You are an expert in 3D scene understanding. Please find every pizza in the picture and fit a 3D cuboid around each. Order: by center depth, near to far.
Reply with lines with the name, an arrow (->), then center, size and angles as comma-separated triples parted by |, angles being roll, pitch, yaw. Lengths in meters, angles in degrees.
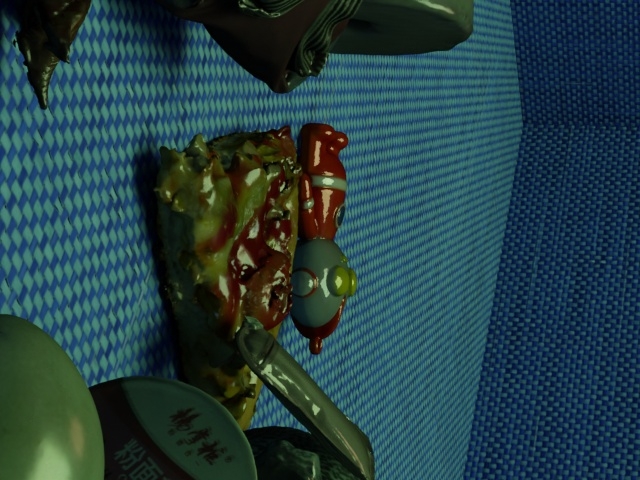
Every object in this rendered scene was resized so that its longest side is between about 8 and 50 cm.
pizza -> -0.103, 0.014, 1.788 | 0.406, 0.130, 0.440 | 61, 35, -67

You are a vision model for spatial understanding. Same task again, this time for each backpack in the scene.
backpack -> -0.024, -0.338, 1.624 | 0.317, 0.197, 0.283 | -50, 151, 4

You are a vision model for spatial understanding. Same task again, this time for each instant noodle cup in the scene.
instant noodle cup -> -0.170, 0.270, 1.445 | 0.178, 0.234, 0.235 | 85, 15, -62

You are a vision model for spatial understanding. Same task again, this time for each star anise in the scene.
star anise -> -0.240, -0.254, 1.295 | 0.272, 0.102, 0.272 | -169, -90, -76

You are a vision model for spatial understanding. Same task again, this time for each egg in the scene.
egg -> -0.259, 0.180, 1.133 | 0.186, 0.186, 0.253 | 55, 43, -66

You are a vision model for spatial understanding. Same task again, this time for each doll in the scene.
doll -> 0.000, 0.000, 2.196 | 0.200, 0.105, 0.336 | 19, 74, -74

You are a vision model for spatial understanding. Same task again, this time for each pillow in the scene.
pillow -> -0.015, 0.180, 1.694 | 0.233, 0.038, 0.131 | 47, 10, -8

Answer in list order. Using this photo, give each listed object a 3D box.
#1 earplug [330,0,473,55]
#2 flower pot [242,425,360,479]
earplug -> 0.047, -0.457, 1.923 | 0.312, 0.312, 0.394 | 25, 66, -73
flower pot -> -0.074, 0.344, 1.672 | 0.283, 0.299, 0.299 | -47, 138, -72
